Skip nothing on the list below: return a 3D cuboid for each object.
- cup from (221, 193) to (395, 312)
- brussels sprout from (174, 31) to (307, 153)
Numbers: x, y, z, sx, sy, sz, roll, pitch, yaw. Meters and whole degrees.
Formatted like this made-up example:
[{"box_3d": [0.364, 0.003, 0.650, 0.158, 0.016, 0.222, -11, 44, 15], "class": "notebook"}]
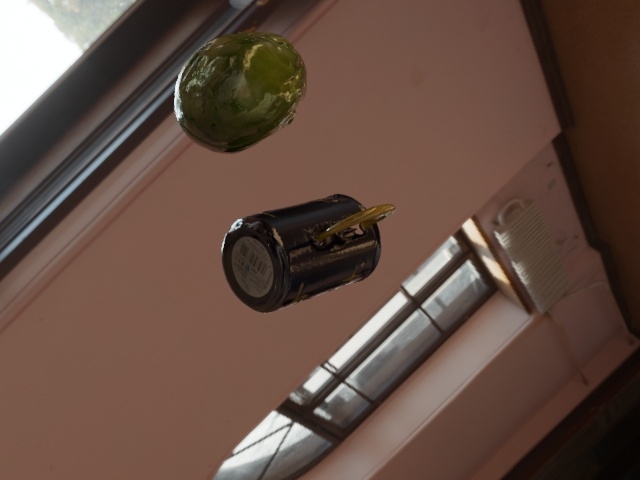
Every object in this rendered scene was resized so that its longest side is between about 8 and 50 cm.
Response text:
[{"box_3d": [-0.016, -0.010, 0.912, 0.178, 0.255, 0.256, 45, -145, 23], "class": "cup"}, {"box_3d": [-0.088, -0.164, 0.573, 0.117, 0.155, 0.155, 43, 180, -5], "class": "brussels sprout"}]
